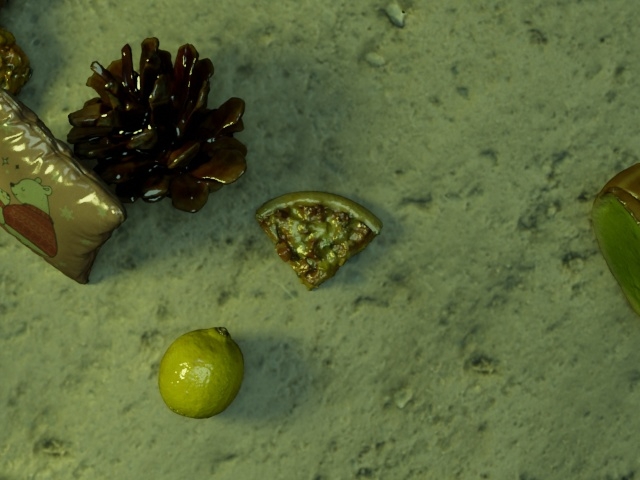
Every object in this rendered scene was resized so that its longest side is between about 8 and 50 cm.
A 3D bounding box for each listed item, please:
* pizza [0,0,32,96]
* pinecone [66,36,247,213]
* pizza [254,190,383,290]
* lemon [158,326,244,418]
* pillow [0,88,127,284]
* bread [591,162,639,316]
[{"bbox_3d":[-0.452,-0.283,1.622,0.161,0.085,0.306,-7,87,-26],"label":"pizza"},{"bbox_3d":[-0.208,-0.149,1.601,0.228,0.202,0.201,-17,121,-7],"label":"pinecone"},{"bbox_3d":[0.000,-0.001,1.688,0.175,0.046,0.134,-3,87,-6],"label":"pizza"},{"bbox_3d":[-0.154,0.171,1.633,0.109,0.109,0.133,22,100,-4],"label":"lemon"},{"bbox_3d":[-0.355,-0.059,1.584,0.236,0.223,0.084,41,53,2],"label":"pillow"},{"bbox_3d":[0.432,0.014,1.641,0.070,0.236,0.236,-26,90,-6],"label":"bread"}]
